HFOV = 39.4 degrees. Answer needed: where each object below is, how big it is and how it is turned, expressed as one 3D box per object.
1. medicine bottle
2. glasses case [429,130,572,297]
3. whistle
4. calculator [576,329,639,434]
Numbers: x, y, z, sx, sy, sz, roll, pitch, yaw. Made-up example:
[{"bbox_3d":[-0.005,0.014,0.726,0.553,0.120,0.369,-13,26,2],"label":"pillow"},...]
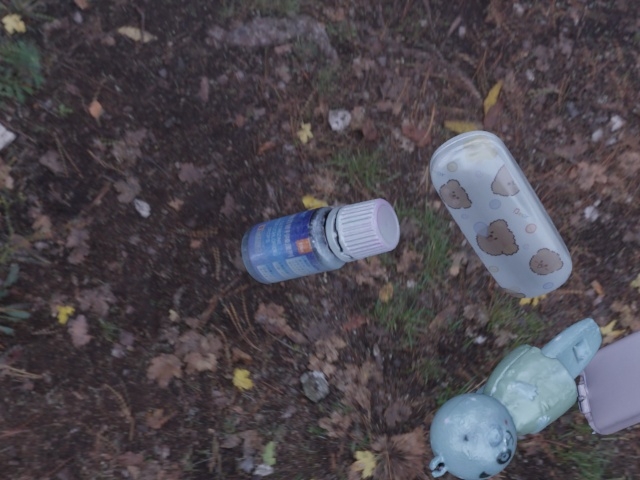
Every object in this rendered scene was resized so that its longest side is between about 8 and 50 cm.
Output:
[{"bbox_3d":[0.000,0.000,1.137,0.203,0.083,0.083,-13,74,31],"label":"medicine bottle"},{"bbox_3d":[0.145,-0.017,0.709,0.063,0.164,0.041,-25,31,21],"label":"glasses case"},{"bbox_3d":[0.081,0.065,0.368,0.100,0.035,0.035,-34,76,-24],"label":"whistle"},{"bbox_3d":[0.360,0.155,1.017,0.032,0.175,0.100,18,53,-29],"label":"calculator"}]
